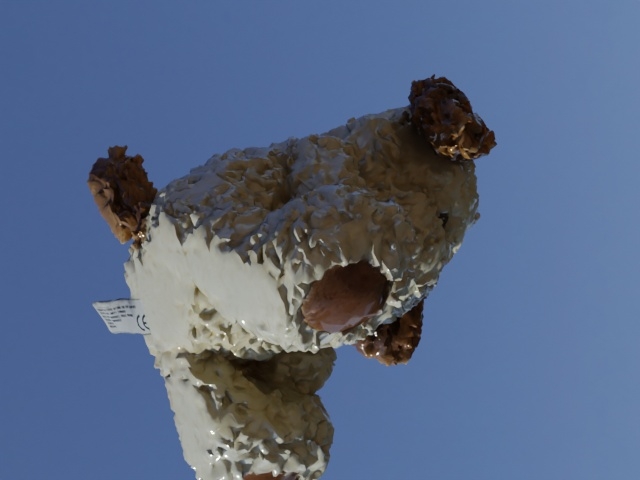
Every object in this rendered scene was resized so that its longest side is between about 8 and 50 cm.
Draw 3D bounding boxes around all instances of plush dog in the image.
[{"bbox_3d":[0.000,0.000,0.977,0.225,0.210,0.262,-21,-31,-33],"label":"plush dog"}]
